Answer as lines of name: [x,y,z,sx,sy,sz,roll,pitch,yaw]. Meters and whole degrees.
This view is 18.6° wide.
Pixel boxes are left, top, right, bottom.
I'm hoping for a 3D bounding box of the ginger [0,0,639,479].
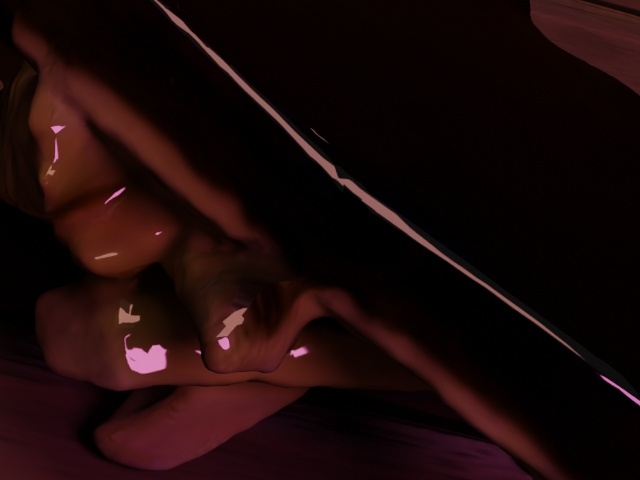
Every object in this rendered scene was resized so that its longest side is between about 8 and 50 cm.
ginger: [0.000,0.000,0.842,0.413,0.211,0.358,46,28,23]
